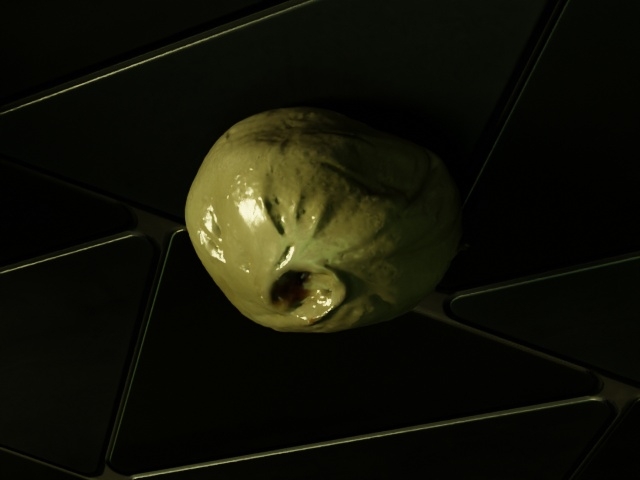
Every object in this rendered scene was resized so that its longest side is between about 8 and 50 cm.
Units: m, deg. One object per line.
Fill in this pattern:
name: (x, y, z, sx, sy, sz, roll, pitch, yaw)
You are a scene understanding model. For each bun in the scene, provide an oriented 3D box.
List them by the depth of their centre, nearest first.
bun: (0.000, 0.000, 0.818, 0.173, 0.113, 0.166, -23, 123, 36)
